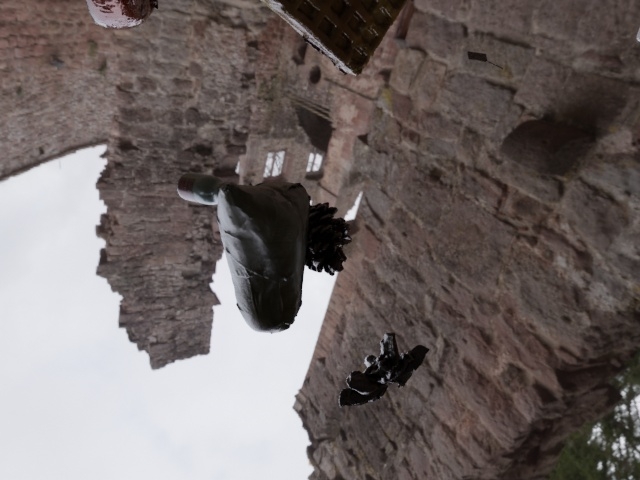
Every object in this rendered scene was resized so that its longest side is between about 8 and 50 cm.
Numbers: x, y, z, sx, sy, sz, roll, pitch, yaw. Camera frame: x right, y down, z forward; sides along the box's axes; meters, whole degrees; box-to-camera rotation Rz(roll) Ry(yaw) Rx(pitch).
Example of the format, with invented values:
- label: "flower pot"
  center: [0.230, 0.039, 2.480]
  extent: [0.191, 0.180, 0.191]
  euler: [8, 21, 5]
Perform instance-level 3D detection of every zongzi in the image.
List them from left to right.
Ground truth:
- label: "zongzi"
  center: [-0.132, 0.052, 0.899]
  extent: [0.174, 0.355, 0.393]
  euler: [4, -173, 8]

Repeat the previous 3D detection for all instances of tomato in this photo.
- label: "tomato"
  center: [-0.342, -0.481, 0.768]
  extent: [0.101, 0.227, 0.228]
  euler: [13, -151, -10]

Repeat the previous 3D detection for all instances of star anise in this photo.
- label: "star anise"
  center: [0.162, 0.354, 1.162]
  extent: [0.283, 0.212, 0.129]
  euler: [-37, -114, -9]

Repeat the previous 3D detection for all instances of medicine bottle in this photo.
- label: "medicine bottle"
  center: [-0.336, -0.152, 1.297]
  extent: [0.217, 0.090, 0.091]
  euler: [14, -157, 39]

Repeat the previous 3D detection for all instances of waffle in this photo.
- label: "waffle"
  center: [0.029, -0.492, 0.844]
  extent: [0.328, 0.224, 0.098]
  euler: [18, -155, -50]

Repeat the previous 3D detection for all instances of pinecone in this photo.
- label: "pinecone"
  center: [0.000, -0.006, 1.162]
  extent: [0.179, 0.184, 0.205]
  euler: [-1, -160, -42]

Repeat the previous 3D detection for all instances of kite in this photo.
- label: "kite"
  center: [0.308, -0.338, 0.804]
  extent: [0.078, 0.002, 0.044]
  euler: [26, -129, 18]

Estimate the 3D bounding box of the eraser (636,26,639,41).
- label: "eraser"
  center: [0.506, -0.264, 0.468]
  extent: [0.299, 0.078, 0.076]
  euler: [-11, -146, -12]
